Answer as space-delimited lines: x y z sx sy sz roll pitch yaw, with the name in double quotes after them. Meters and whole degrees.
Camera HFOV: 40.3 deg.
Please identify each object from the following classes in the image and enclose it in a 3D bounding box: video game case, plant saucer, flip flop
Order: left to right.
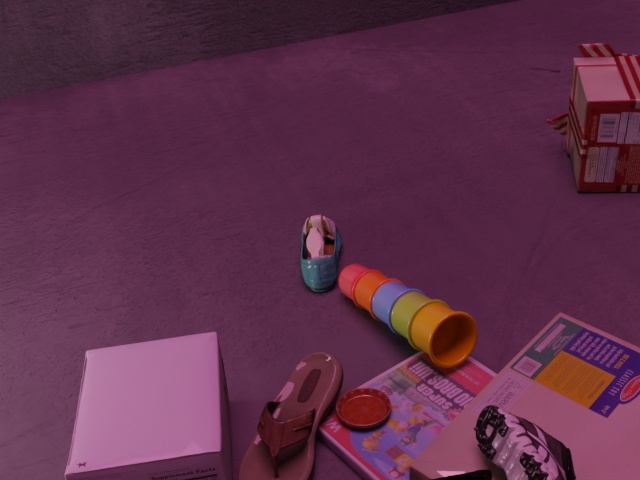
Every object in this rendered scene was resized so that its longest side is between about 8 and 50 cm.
-0.045 0.264 1.274 0.112 0.080 0.277 6 47 27 "flip flop"
0.065 0.254 1.316 0.083 0.013 0.083 -4 32 3 "plant saucer"
0.151 0.262 1.326 0.285 0.025 0.204 -25 36 -28 "video game case"

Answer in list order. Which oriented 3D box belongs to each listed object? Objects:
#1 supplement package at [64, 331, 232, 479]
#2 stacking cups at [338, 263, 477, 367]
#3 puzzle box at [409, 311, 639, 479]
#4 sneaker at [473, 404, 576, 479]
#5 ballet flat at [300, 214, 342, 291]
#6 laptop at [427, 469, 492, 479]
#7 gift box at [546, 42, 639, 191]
-0.235 0.276 1.255 0.204 0.145 0.262 -8 32 -3 "supplement package"
0.138 0.117 1.491 0.096 0.096 0.316 -20 22 -21 "stacking cups"
0.352 0.273 1.218 0.272 0.052 0.409 26 45 34 "puzzle box"
0.276 0.289 1.068 0.106 0.078 0.234 16 20 -18 "sneaker"
0.000 0.000 1.718 0.083 0.087 0.247 -5 31 2 "ballet flat"
0.103 0.407 1.027 0.234 0.136 0.264 -14 10 13 "laptop"
0.643 -0.271 1.892 0.276 0.255 0.258 5 35 6 "gift box"
